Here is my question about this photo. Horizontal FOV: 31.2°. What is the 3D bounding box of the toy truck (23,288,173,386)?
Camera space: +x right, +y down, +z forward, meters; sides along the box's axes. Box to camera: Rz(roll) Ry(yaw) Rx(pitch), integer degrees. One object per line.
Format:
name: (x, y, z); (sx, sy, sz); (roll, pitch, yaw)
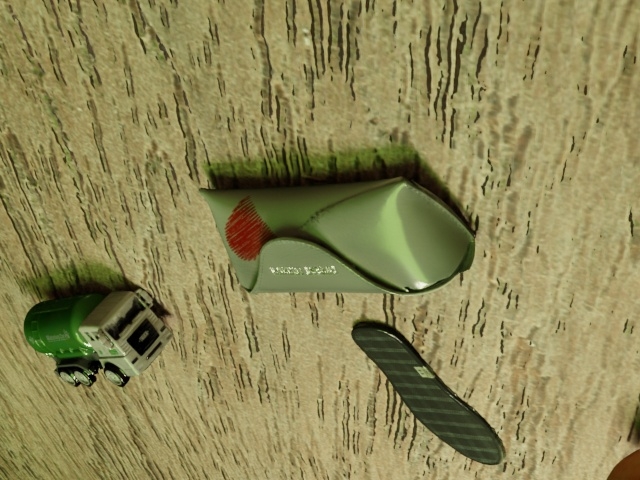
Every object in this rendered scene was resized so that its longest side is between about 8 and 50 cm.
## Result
toy truck: (-0.320, 0.130, 1.608); (0.243, 0.101, 0.125); (-9, 123, 48)

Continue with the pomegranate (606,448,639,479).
pomegranate: (0.401, 0.313, 1.250); (0.191, 0.191, 0.191); (19, 149, 12)

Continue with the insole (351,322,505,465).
insole: (0.138, 0.197, 1.441); (0.110, 0.012, 0.309); (-1, 140, 41)

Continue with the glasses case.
glasses case: (-0.001, -0.002, 1.171); (0.308, 0.083, 0.128); (-2, 140, 39)
